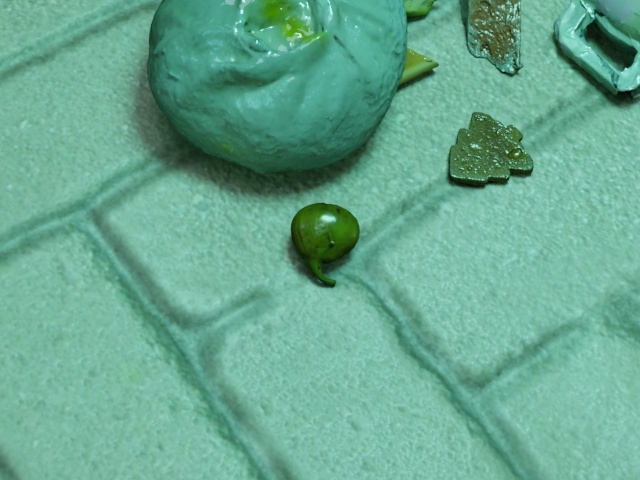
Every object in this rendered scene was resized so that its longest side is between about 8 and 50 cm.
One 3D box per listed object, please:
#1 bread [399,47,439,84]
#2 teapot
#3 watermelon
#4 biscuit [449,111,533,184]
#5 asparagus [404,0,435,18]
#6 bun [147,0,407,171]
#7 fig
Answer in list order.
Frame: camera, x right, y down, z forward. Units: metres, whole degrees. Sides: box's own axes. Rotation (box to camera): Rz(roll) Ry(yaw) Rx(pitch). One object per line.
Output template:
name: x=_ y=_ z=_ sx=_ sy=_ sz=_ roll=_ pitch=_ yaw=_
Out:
bread: x=0.111 y=-0.254 z=1.612 sx=0.103 sy=0.049 sz=0.062 roll=-27 pitch=92 yaw=-19
teapot: x=0.456 y=-0.332 z=1.650 sx=0.178 sy=0.221 sz=0.163 roll=33 pitch=23 yaw=25
watermelon: x=0.254 y=-0.328 z=1.675 sx=0.098 sy=0.121 sz=0.158 roll=-4 pitch=104 yaw=10
biscuit: x=0.224 y=-0.118 z=1.559 sx=0.130 sy=0.019 sz=0.119 roll=-32 pitch=67 yaw=-21
asparagus: x=0.010 y=-0.361 z=1.656 sx=0.343 sy=0.082 sz=0.085 roll=8 pitch=23 yaw=0
bun: x=-0.054 y=-0.268 z=1.491 sx=0.362 sy=0.211 sz=0.362 roll=-1 pitch=71 yaw=2
fig: x=0.000 y=0.000 z=1.446 sx=0.084 sy=0.082 sz=0.098 roll=27 pitch=73 yaw=-29
